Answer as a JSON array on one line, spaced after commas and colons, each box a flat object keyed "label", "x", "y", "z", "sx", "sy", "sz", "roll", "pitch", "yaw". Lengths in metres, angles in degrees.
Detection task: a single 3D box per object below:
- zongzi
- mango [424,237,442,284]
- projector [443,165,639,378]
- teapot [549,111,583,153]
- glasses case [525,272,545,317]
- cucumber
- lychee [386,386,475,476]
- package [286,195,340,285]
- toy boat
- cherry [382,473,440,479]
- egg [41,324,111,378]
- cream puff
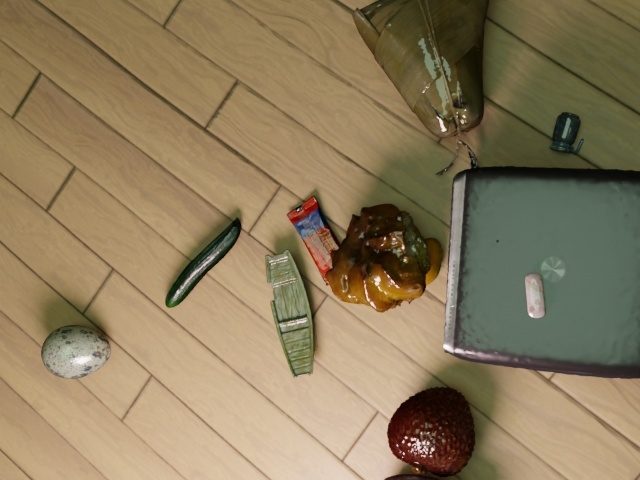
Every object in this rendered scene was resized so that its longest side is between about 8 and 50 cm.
[{"label": "zongzi", "x": 0.328, "y": -0.396, "z": 1.712, "sx": 0.418, "sy": 0.181, "sz": 0.447, "roll": -34, "pitch": 80, "yaw": 12}, {"label": "mango", "x": 0.230, "y": 0.047, "z": 1.771, "sx": 0.079, "sy": 0.057, "sz": 0.114, "roll": 24, "pitch": 89, "yaw": 27}, {"label": "projector", "x": 0.469, "y": 0.060, "z": 1.602, "sx": 0.405, "sy": 0.242, "sz": 0.395, "roll": 3, "pitch": 86, "yaw": 17}, {"label": "teapot", "x": 0.525, "y": -0.226, "z": 1.707, "sx": 0.049, "sy": 0.063, "sz": 0.083, "roll": 20, "pitch": 96, "yaw": 49}, {"label": "glasses case", "x": 0.397, "y": 0.101, "z": 1.483, "sx": 0.032, "sy": 0.021, "sz": 0.083, "roll": -4, "pitch": 86, "yaw": 14}, {"label": "cucumber", "x": -0.284, "y": 0.058, "z": 1.932, "sx": 0.056, "sy": 0.056, "sz": 0.284, "roll": 45, "pitch": 100, "yaw": 15}, {"label": "lychee", "x": 0.235, "y": 0.402, "z": 1.684, "sx": 0.194, "sy": 0.194, "sz": 0.194, "roll": -1, "pitch": 86, "yaw": 17}, {"label": "package", "x": 0.000, "y": 0.000, "z": 1.863, "sx": 0.083, "sy": 0.022, "sz": 0.200, "roll": -32, "pitch": 78, "yaw": 13}, {"label": "toy boat", "x": -0.065, "y": 0.170, "z": 1.855, "sx": 0.093, "sy": 0.055, "sz": 0.293, "roll": -15, "pitch": 82, "yaw": 15}, {"label": "cherry", "x": 0.217, "y": 0.590, "z": 1.663, "sx": 0.266, "sy": 0.183, "sz": 0.213, "roll": 32, "pitch": 139, "yaw": 40}, {"label": "egg", "x": -0.600, "y": 0.274, "z": 1.976, "sx": 0.172, "sy": 0.132, "sz": 0.132, "roll": -2, "pitch": 86, "yaw": 6}, {"label": "cream puff", "x": 0.131, "y": 0.045, "z": 1.720, "sx": 0.241, "sy": 0.155, "sz": 0.269, "roll": -57, "pitch": 33, "yaw": 2}]
